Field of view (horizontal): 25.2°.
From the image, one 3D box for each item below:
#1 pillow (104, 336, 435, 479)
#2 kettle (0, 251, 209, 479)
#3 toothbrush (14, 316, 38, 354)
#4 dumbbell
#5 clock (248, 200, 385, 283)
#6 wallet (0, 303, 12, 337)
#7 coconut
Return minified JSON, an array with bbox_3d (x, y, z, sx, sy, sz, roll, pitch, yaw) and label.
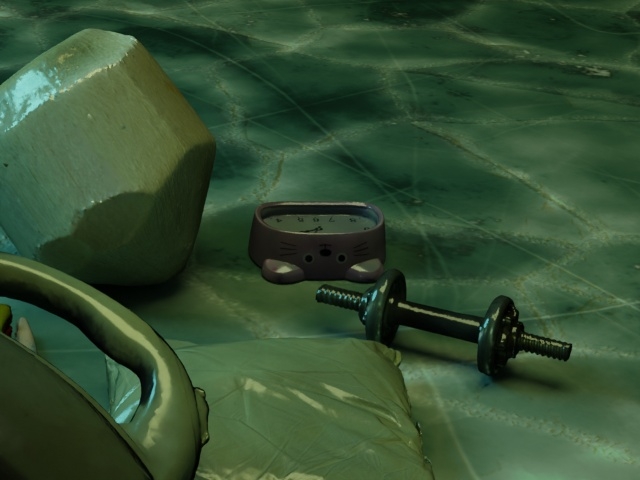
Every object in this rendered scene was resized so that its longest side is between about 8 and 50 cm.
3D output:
[{"bbox_3d":[-0.045,0.156,1.198,0.274,0.076,0.280,2,26,-8],"label":"pillow"},{"bbox_3d":[-0.239,0.141,1.006,0.324,0.228,0.321,28,47,5],"label":"kettle"},{"bbox_3d":[-0.241,0.159,1.223,0.037,0.028,0.375,1,25,-18],"label":"toothbrush"},{"bbox_3d":[0.116,0.078,1.378,0.254,0.081,0.081,13,27,19],"label":"dumbbell"},{"bbox_3d":[0.000,0.000,1.561,0.153,0.050,0.110,-1,26,-8],"label":"clock"},{"bbox_3d":[-0.409,0.096,1.292,0.241,0.067,0.141,3,27,-2],"label":"wallet"},{"bbox_3d":[-0.225,-0.072,1.475,0.237,0.265,0.237,-30,8,5],"label":"coconut"}]
